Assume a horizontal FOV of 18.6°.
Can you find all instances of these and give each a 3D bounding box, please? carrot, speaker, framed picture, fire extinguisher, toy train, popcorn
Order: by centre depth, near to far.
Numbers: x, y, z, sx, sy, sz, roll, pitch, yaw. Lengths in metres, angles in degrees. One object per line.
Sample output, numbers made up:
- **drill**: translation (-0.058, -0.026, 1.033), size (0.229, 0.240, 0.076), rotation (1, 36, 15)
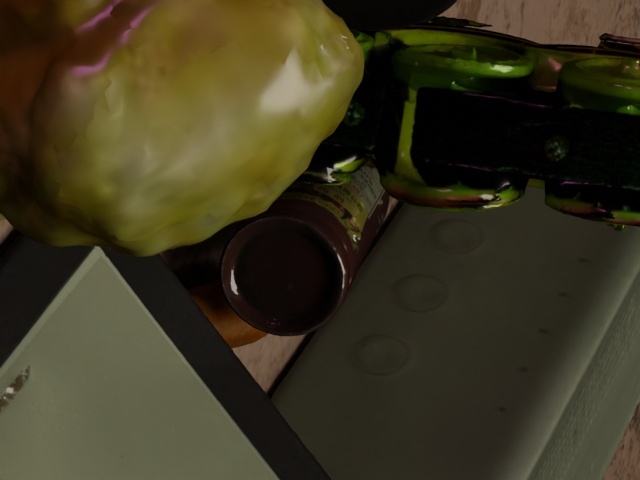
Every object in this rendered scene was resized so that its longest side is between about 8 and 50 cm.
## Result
- **popcorn**: translation (-0.107, -0.111, 0.708), size (0.174, 0.286, 0.225), rotation (-33, 105, -11)
- **framed picture**: translation (-0.086, 0.168, 0.992), size (0.347, 0.016, 0.265), rotation (54, 46, -24)
- **carrot**: translation (-0.088, 0.048, 1.103), size (0.248, 0.043, 0.043), rotation (-8, 109, -63)
- **toy train**: translation (0.090, -0.075, 1.145), size (0.160, 0.296, 0.100), rotation (-55, 153, -72)
- **fire extinguisher**: translation (-0.006, -0.006, 1.213), size (0.106, 0.075, 0.252), rotation (-64, 179, 21)
- **speaker**: translation (0.109, 0.111, 1.402), size (0.406, 0.184, 0.183), rotation (-54, 148, -42)

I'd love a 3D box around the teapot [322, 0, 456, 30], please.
- **teapot**: translation (0.059, -0.252, 1.103), size (0.337, 0.200, 0.270), rotation (-56, 164, -36)
